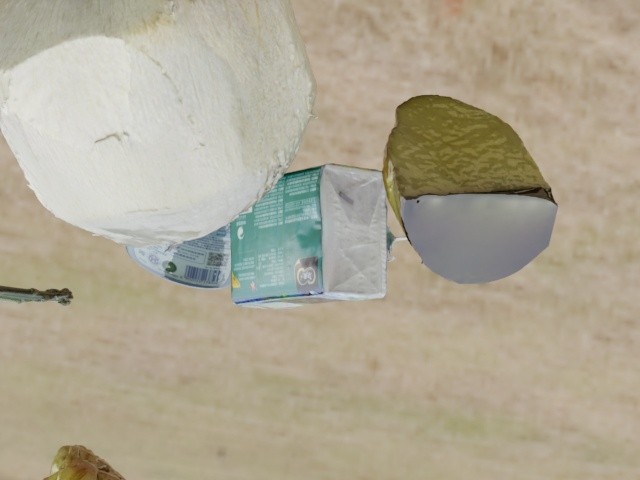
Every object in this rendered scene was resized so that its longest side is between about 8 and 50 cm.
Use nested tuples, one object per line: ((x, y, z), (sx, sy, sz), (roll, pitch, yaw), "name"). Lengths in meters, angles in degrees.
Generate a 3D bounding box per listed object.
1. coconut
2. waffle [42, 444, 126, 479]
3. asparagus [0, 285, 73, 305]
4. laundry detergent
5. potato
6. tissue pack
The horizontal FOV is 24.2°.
((-0.089, -0.088, 0.739), (0.161, 0.161, 0.162), (-3, 128, 38), "coconut")
((-0.141, 0.235, 1.168), (0.249, 0.056, 0.253), (37, 169, 27), "waffle")
((-0.254, 0.041, 1.200), (0.127, 0.018, 0.015), (10, 162, -40), "asparagus")
((-0.080, -0.051, 1.041), (0.097, 0.061, 0.206), (26, 139, 6), "laundry detergent")
((0.080, -0.033, 0.886), (0.096, 0.103, 0.066), (4, 130, -10), "potato")
((0.000, 0.000, 0.971), (0.079, 0.085, 0.111), (4, 172, -34), "tissue pack")
